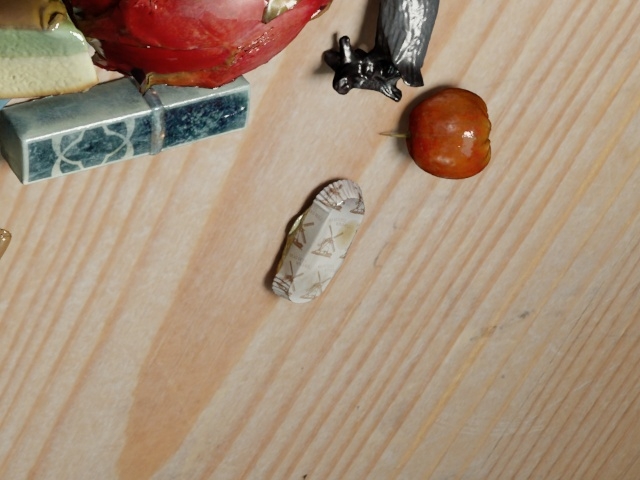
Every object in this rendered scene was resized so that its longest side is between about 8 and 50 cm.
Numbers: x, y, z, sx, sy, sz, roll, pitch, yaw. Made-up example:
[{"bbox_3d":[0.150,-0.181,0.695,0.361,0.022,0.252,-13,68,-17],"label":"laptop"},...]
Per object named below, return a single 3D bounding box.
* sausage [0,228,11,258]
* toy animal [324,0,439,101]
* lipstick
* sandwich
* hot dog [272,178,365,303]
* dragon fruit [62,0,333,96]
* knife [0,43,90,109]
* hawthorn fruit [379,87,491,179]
[{"bbox_3d":[-0.399,0.034,1.959,0.026,0.026,0.116,17,114,-47],"label":"sausage"},{"bbox_3d":[0.102,-0.264,2.025,0.121,0.117,0.210,8,123,-36],"label":"toy animal"},{"bbox_3d":[-0.223,-0.138,1.902,0.289,0.076,0.077,-16,137,-25],"label":"lipstick"},{"bbox_3d":[-0.346,-0.202,1.623,0.186,0.220,0.108,-30,142,-15],"label":"sandwich"},{"bbox_3d":[0.000,0.000,2.240,0.099,0.053,0.192,1,122,-42],"label":"hot dog"},{"bbox_3d":[-0.130,-0.303,1.667,0.301,0.295,0.295,-32,141,-1],"label":"dragon fruit"},{"bbox_3d":[-0.307,-0.193,1.825,0.244,0.032,0.058,-37,139,-12],"label":"knife"},{"bbox_3d":[0.169,-0.135,2.196,0.140,0.125,0.125,-20,137,-27],"label":"hawthorn fruit"}]
